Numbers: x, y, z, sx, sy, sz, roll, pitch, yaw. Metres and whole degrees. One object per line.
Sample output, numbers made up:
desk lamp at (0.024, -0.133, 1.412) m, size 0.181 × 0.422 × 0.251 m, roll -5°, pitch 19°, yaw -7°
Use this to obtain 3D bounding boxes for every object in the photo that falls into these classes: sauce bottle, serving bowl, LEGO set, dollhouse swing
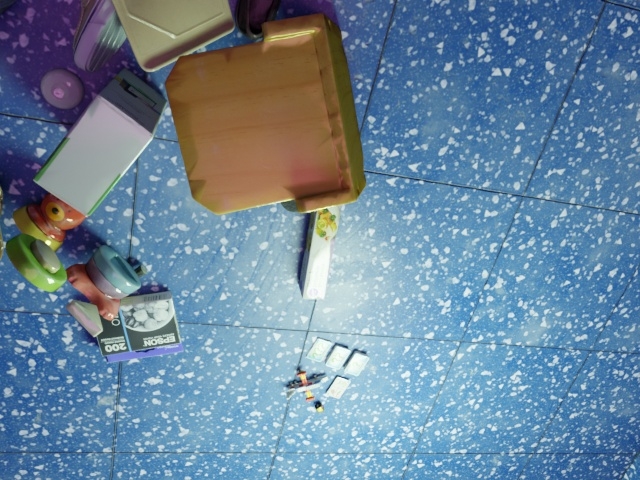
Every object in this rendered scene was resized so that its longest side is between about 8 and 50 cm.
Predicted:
sauce bottle at (-0.491, 0.101, 1.337) m, size 0.128 × 0.042 × 0.042 m, roll -32°, pitch 120°, yaw 5°
serving bowl at (-0.532, -0.309, 1.109) m, size 0.083 × 0.027 × 0.084 m, roll -5°, pitch 119°, yaw -9°
LEGO set at (0.014, 0.421, 1.620) m, size 0.182 × 0.060 × 0.244 m, roll 23°, pitch 112°, yaw -19°
dollhouse swing at (-0.092, -0.238, 1.105) m, size 0.304 × 0.315 × 0.347 m, roll -9°, pitch 102°, yaw 13°

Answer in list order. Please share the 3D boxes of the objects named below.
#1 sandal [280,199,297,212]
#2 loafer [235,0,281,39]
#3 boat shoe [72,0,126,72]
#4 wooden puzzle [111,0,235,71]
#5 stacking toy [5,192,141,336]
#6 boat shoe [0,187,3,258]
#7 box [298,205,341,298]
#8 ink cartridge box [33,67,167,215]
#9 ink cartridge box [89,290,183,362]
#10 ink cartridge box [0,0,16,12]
sandal at (-0.096, -0.185, 1.217) m, size 0.097 × 0.054 × 0.255 m, roll -8°, pitch 116°, yaw 27°
loafer at (-0.094, -0.538, 1.041) m, size 0.108 × 0.095 × 0.303 m, roll 9°, pitch 116°, yaw -18°
boat shoe at (-0.401, -0.469, 1.021) m, size 0.094 × 0.109 × 0.302 m, roll 32°, pitch 104°, yaw -2°
wooden puzzle at (-0.284, -0.468, 1.007) m, size 0.220 × 0.044 × 0.239 m, roll -36°, pitch 140°, yaw -20°
stacking toy at (-0.508, 0.033, 1.161) m, size 0.130 × 0.279 × 0.309 m, roll -39°, pitch 114°, yaw -2°
boat shoe at (-0.757, -0.032, 1.188) m, size 0.104 × 0.089 × 0.285 m, roll 3°, pitch 124°, yaw -44°
box at (0.000, 0.000, 1.377) m, size 0.062 × 0.067 × 0.324 m, roll 3°, pitch 119°, yaw -13°
ink cartridge box at (-0.413, -0.202, 1.051) m, size 0.117 × 0.278 × 0.201 m, roll 38°, pitch 105°, yaw -24°
ink cartridge box at (-0.476, 0.239, 1.415) m, size 0.206 × 0.045 × 0.209 m, roll -8°, pitch 121°, yaw -9°
ink cartridge box at (-0.670, -0.418, 0.958) m, size 0.176 × 0.127 × 0.128 m, roll -36°, pitch 121°, yaw 8°
